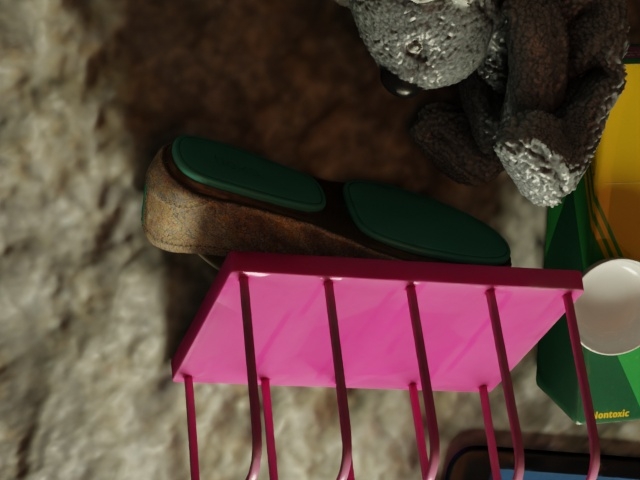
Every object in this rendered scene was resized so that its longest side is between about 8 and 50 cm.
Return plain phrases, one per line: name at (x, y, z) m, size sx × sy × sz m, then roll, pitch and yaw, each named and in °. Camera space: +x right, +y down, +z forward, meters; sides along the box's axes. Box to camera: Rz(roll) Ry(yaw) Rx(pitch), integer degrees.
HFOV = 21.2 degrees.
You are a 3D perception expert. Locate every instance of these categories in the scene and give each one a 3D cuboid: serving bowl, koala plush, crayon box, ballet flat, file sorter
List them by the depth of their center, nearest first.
koala plush at (0.111, -0.168, 1.326) m, size 0.221 × 0.196 × 0.203 m, roll 29°, pitch 86°, yaw -22°
file sorter at (0.050, 0.140, 1.353) m, size 0.291 × 0.182 × 0.202 m, roll 4°, pitch 150°, yaw -18°
ballet flat at (0.000, 0.000, 1.397) m, size 0.316 × 0.107 × 0.106 m, roll 17°, pitch 122°, yaw -16°
serving bowl at (0.239, 0.051, 1.401) m, size 0.083 × 0.027 × 0.083 m, roll -3°, pitch 106°, yaw -10°
crayon box at (0.382, -0.013, 1.490) m, size 0.363 × 0.106 × 0.313 m, roll -3°, pitch 108°, yaw -16°

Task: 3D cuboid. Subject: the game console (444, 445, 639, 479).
game console at (0.249, 0.342, 1.540) m, size 0.293 × 0.250 × 0.173 m, roll 6°, pitch 132°, yaw -18°
